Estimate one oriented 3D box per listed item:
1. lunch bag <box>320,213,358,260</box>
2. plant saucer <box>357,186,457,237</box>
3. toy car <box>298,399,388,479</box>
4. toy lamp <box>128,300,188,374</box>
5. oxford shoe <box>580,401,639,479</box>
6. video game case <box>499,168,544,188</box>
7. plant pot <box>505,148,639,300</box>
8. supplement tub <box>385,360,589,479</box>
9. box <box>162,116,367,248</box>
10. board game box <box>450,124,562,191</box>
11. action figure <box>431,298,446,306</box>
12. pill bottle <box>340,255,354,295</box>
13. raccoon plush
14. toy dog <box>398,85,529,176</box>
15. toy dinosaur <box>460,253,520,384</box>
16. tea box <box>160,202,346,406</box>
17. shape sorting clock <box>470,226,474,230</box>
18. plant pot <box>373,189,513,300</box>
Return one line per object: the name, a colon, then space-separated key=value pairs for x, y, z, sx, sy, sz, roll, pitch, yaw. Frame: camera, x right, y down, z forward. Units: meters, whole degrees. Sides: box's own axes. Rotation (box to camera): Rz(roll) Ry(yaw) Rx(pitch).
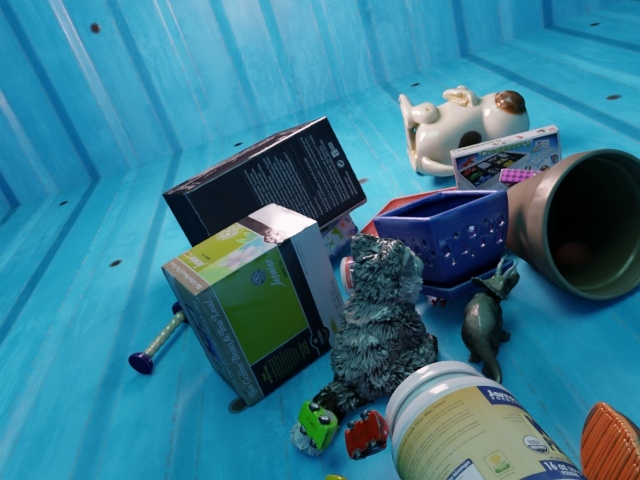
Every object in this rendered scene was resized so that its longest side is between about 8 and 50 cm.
lunch bag: x=0.000 y=0.000 z=1.768 sx=0.176 sy=0.090 sz=0.219 roll=-13 pitch=24 yaw=43
plant saucer: x=0.263 y=-0.063 z=1.743 sx=0.259 sy=0.048 sz=0.258 roll=-9 pitch=27 yaw=45
toy car: x=0.031 y=0.363 z=1.022 sx=0.053 sy=0.239 sz=0.225 roll=12 pitch=14 yaw=-32
toy lamp: x=-0.425 y=0.253 z=1.615 sx=0.080 sy=0.080 sz=0.275 roll=-3 pitch=34 yaw=27
oxford shoe: x=0.491 y=0.373 z=0.824 sx=0.132 sy=0.130 sz=0.364 roll=15 pitch=22 yaw=-5
video game case: x=0.637 y=-0.137 z=1.553 sx=0.232 sy=0.210 sz=0.042 roll=12 pitch=84 yaw=44
plant pot: x=0.563 y=-0.044 z=1.336 sx=0.323 sy=0.323 sz=0.280 roll=-26 pitch=13 yaw=-13
supplement tub: x=0.243 y=0.350 z=0.861 sx=0.228 sy=0.228 sz=0.316 roll=-23 pitch=28 yaw=-7
box: x=-0.195 y=-0.135 z=1.811 sx=0.472 sy=0.297 sz=0.480 roll=-33 pitch=15 yaw=-17
board game box: x=0.558 y=-0.210 z=1.714 sx=0.305 sy=0.193 sz=0.053 roll=-13 pitch=29 yaw=11
action figure: x=0.315 y=0.121 z=1.445 sx=0.038 sy=0.030 sz=0.115 roll=-2 pitch=29 yaw=34
pill bottle: x=0.159 y=0.083 z=1.521 sx=0.193 sy=0.108 sz=0.108 roll=-9 pitch=29 yaw=17
raccoon plush: x=0.086 y=0.189 z=1.171 sx=0.216 sy=0.299 sz=0.446 roll=3 pitch=35 yaw=35
toy dog: x=0.509 y=-0.392 z=1.987 sx=0.408 sy=0.284 sz=0.395 roll=-14 pitch=28 yaw=4
toy dinosaur: x=0.333 y=0.179 z=1.187 sx=0.121 sy=0.160 sz=0.313 roll=-1 pitch=32 yaw=31
tea box: x=-0.142 y=0.142 z=1.365 sx=0.323 sy=0.329 sz=0.220 roll=-32 pitch=31 yaw=-24
shape sorting clock: x=0.500 y=-0.052 z=1.571 sx=0.206 sy=0.040 sz=0.206 roll=1 pitch=38 yaw=-1
plant pot: x=0.300 y=0.010 z=1.367 sx=0.236 sy=0.212 sz=0.236 roll=-22 pitch=13 yaw=-24
